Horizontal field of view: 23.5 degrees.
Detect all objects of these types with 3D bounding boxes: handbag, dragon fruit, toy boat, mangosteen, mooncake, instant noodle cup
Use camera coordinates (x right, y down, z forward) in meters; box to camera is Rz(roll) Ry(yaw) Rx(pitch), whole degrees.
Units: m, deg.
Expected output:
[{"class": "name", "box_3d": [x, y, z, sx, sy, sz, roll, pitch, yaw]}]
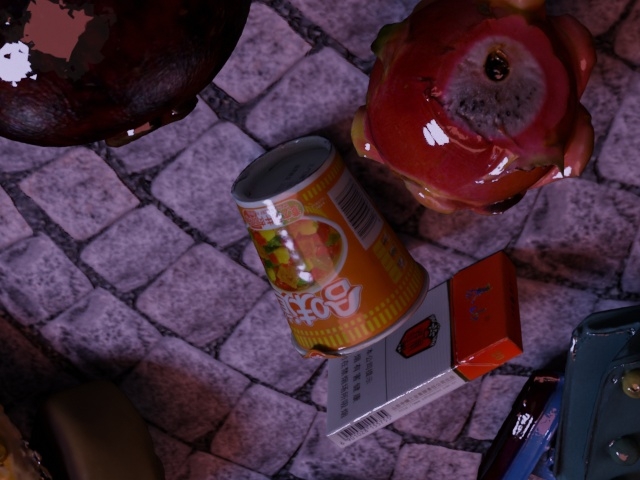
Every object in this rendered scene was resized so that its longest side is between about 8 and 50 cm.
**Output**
[{"class": "handbag", "box_3d": [0.399, 0.185, 1.663, 0.274, 0.100, 0.268, -6, 125, -13]}, {"class": "dragon fruit", "box_3d": [0.143, -0.128, 1.410, 0.224, 0.227, 0.224, -1, 96, -11]}, {"class": "toy boat", "box_3d": [0.253, 0.233, 1.763, 0.097, 0.100, 0.223, 22, 128, -1]}, {"class": "mangosteen", "box_3d": [-0.223, -0.250, 1.297, 0.306, 0.306, 0.359, -25, 103, 23]}, {"class": "mooncake", "box_3d": [-0.252, 0.290, 1.780, 0.117, 0.235, 0.235, -13, 138, -32]}, {"class": "instant noodle cup", "box_3d": [0.000, 0.000, 1.570, 0.168, 0.168, 0.185, -20, 117, 20]}]

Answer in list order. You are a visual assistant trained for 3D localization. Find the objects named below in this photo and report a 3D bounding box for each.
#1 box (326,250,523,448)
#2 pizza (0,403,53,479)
[{"class": "box", "box_3d": [0.108, 0.119, 1.661, 0.245, 0.139, 0.035, -31, 124, 28]}, {"class": "pizza", "box_3d": [-0.507, 0.260, 1.756, 0.392, 0.080, 0.435, -32, 87, 28]}]
